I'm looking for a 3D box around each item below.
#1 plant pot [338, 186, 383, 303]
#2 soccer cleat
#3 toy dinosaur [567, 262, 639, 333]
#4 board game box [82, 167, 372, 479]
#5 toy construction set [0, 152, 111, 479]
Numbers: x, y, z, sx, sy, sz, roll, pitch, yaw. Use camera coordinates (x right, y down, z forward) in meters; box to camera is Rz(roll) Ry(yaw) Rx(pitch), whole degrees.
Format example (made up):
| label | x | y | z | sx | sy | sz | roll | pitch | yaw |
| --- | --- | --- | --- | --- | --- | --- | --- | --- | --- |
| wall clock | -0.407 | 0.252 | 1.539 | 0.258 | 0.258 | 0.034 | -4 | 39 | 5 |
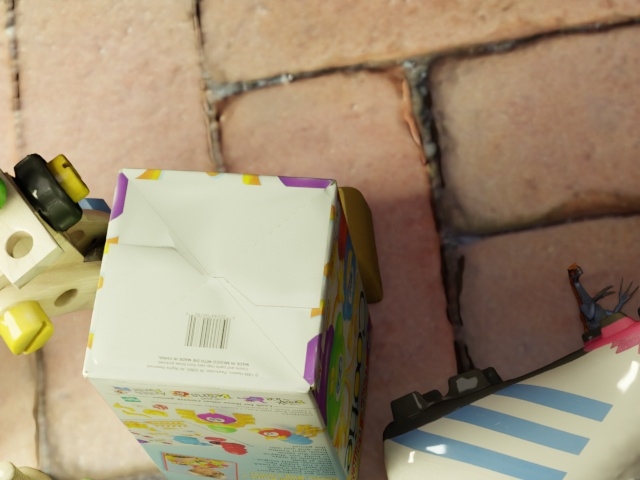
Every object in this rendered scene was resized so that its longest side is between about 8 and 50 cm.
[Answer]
| label | x | y | z | sx | sy | sz | roll | pitch | yaw |
| --- | --- | --- | --- | --- | --- | --- | --- | --- | --- |
| plant pot | 0.000 | 0.000 | 1.278 | 0.081 | 0.083 | 0.081 | -9 | 66 | 3 |
| soccer cleat | 0.204 | 0.127 | 1.169 | 0.331 | 0.116 | 0.143 | -24 | 81 | 19 |
| toy dinosaur | 0.202 | 0.058 | 1.257 | 0.090 | 0.047 | 0.082 | -48 | 52 | -2 |
| board game box | -0.050 | 0.072 | 1.149 | 0.144 | 0.275 | 0.142 | 4 | 68 | 8 |
| toy construction set | -0.242 | 0.071 | 1.192 | 0.258 | 0.237 | 0.308 | -12 | 68 | 1 |
